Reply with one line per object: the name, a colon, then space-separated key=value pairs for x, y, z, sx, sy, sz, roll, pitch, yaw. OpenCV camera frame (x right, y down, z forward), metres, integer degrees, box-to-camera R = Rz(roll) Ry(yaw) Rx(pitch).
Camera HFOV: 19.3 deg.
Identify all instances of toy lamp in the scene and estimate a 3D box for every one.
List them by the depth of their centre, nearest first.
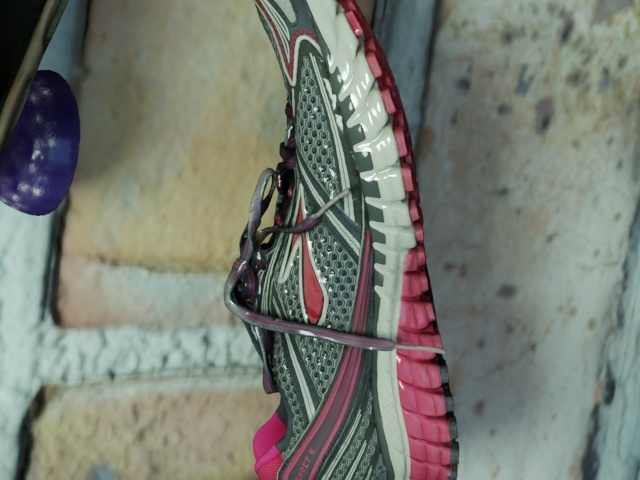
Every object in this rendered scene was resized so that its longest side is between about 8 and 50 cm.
toy lamp: x=-0.244 y=-0.051 z=0.821 sx=0.274 sy=0.080 sz=0.080 roll=5 pitch=103 yaw=-36

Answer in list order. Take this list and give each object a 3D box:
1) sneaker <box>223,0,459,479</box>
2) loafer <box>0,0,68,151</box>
sneaker: x=0.000 y=0.000 z=0.979 sx=0.112 sy=0.121 sz=0.299 roll=-9 pitch=105 yaw=2
loafer: x=-0.131 y=-0.135 z=0.812 sx=0.096 sy=0.084 sz=0.268 roll=23 pitch=71 yaw=-31
